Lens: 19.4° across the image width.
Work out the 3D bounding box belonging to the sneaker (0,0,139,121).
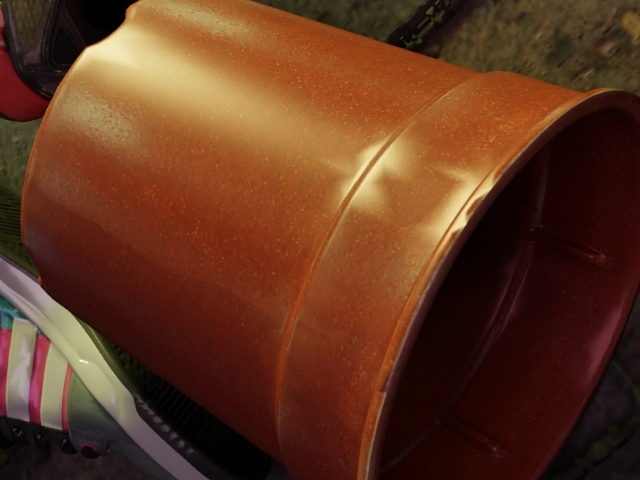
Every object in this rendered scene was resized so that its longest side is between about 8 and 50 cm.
[{"bbox_3d":[-0.162,-0.214,1.131,0.135,0.097,0.276,-7,95,25],"label":"sneaker"}]

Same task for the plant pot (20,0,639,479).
[{"bbox_3d":[0.000,0.000,1.005,0.265,0.272,0.272,26,106,28],"label":"plant pot"}]

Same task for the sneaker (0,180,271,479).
[{"bbox_3d":[-0.184,0.105,1.163,0.295,0.124,0.178,41,112,14],"label":"sneaker"}]
